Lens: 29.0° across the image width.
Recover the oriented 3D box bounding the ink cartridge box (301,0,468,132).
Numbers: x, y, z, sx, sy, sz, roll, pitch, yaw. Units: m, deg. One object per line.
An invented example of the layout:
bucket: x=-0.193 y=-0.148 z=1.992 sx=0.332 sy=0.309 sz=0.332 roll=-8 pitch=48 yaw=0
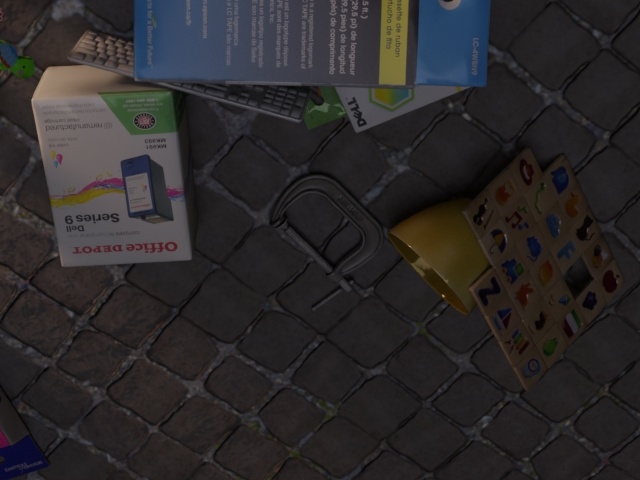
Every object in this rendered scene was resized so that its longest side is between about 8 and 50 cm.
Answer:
ink cartridge box: x=0.061 y=-0.190 z=1.340 sx=0.209 sy=0.062 sz=0.109 roll=-20 pitch=118 yaw=12

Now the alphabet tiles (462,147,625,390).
alphabet tiles: x=0.249 y=0.022 z=1.420 sx=0.198 sy=0.009 sz=0.237 roll=-43 pitch=118 yaw=-23

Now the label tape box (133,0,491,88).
label tape box: x=-0.009 y=-0.280 z=1.225 sx=0.347 sy=0.115 sz=0.249 roll=1 pitch=101 yaw=-2

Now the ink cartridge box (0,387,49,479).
ink cartridge box: x=-0.508 y=0.192 z=1.561 sx=0.175 sy=0.069 sz=0.371 roll=-19 pitch=120 yaw=11

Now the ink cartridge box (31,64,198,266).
ink cartridge box: x=-0.225 y=-0.083 z=1.385 sx=0.154 sy=0.093 sz=0.212 roll=-2 pitch=121 yaw=1

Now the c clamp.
c clamp: x=0.000 y=0.000 z=1.471 sx=0.137 sy=0.022 sz=0.161 roll=-32 pitch=115 yaw=17

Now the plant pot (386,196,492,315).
plant pot: x=0.156 y=0.006 z=1.426 sx=0.095 sy=0.134 sz=0.134 roll=-44 pitch=113 yaw=-5

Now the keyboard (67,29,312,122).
keyboard: x=-0.138 y=-0.177 z=1.324 sx=0.256 sy=0.072 sz=0.014 roll=15 pitch=120 yaw=0

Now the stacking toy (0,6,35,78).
stacking toy: x=-0.364 y=-0.270 z=1.242 sx=0.052 sy=0.167 sz=0.221 roll=-35 pitch=120 yaw=-14
